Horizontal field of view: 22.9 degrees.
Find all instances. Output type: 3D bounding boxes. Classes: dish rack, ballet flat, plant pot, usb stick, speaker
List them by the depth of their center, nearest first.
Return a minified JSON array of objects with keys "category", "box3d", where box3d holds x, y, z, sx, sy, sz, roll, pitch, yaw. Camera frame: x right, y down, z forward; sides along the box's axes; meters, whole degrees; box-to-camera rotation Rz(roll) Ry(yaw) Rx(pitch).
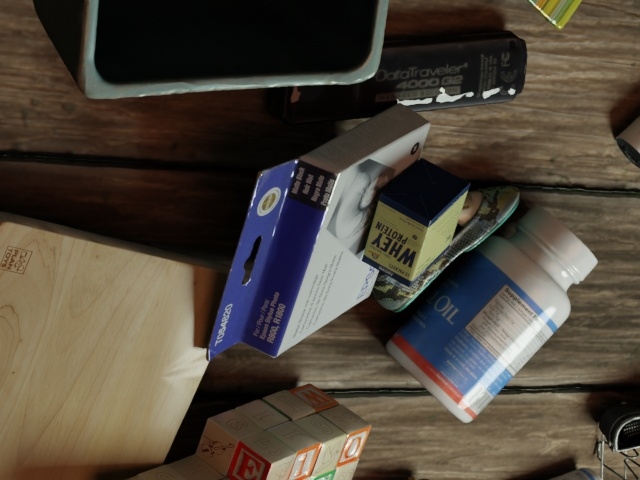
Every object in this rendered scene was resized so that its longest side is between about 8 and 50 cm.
[{"category":"plant pot","box3d":[-0.104,-0.274,1.210,0.247,0.252,0.248,-6,119,-28]},{"category":"usb stick","box3d":[0.078,-0.158,1.521,0.278,0.045,0.077,-8,114,-28]},{"category":"ballet flat","box3d":[0.124,-0.007,1.625,0.188,0.070,0.070,-43,130,-8]},{"category":"speaker","box3d":[0.386,-0.136,1.716,0.136,0.055,0.055,-42,129,-4]},{"category":"dish rack","box3d":[0.437,0.314,1.951,0.208,0.074,0.272,-8,110,-15]}]

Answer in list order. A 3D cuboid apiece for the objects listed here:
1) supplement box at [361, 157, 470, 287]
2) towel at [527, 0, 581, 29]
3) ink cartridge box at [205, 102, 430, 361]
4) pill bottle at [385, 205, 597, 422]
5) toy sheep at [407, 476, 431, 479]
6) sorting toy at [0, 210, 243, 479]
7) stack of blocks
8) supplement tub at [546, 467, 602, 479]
[{"category":"supplement box","box3d":[0.090,-0.017,1.497,0.083,0.056,0.083,-41,154,-46]},{"category":"towel","box3d":[0.191,-0.307,1.526,0.237,0.021,0.102,35,89,-38]},{"category":"ink cartridge box","box3d":[0.000,0.000,1.475,0.224,0.045,0.223,-30,147,-47]},{"category":"pill bottle","box3d":[0.184,0.073,1.664,0.221,0.124,0.124,-47,130,-1]},{"category":"toy sheep","box3d":[0.087,0.320,1.768,0.132,0.091,0.091,-52,132,-21]},{"category":"sorting toy","box3d":[-0.239,0.103,1.444,0.255,0.089,0.257,15,107,-36]},{"category":"stack of blocks","box3d":[-0.091,0.261,1.549,0.297,0.087,0.171,-13,128,-53]},{"category":"supplement tub","box3d":[0.287,0.320,1.899,0.107,0.071,0.071,-16,123,-23]}]
